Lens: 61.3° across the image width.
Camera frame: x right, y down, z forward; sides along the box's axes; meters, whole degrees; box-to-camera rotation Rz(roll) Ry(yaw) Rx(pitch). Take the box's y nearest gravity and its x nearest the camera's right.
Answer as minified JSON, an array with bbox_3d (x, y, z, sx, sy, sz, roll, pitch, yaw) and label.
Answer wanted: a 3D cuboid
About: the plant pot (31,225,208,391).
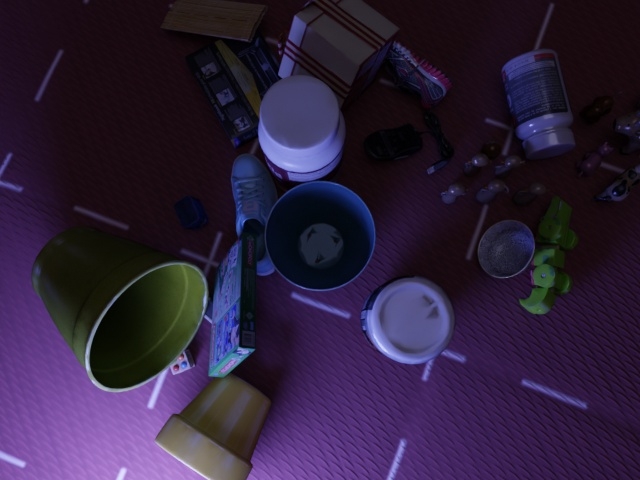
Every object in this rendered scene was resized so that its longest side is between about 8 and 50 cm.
[{"bbox_3d":[-0.548,0.136,1.409,0.352,0.366,0.367,30,82,26],"label":"plant pot"}]

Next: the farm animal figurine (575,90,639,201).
[{"bbox_3d":[0.910,-0.287,1.545,0.326,0.172,0.331,-9,81,-1],"label":"farm animal figurine"}]

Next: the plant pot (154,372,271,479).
[{"bbox_3d":[-0.256,0.484,1.409,0.254,0.254,0.239,32,67,6],"label":"plant pot"}]

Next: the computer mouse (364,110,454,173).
[{"bbox_3d":[0.265,-0.264,1.610,0.261,0.060,0.184,-24,77,-15],"label":"computer mouse"}]

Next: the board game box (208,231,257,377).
[{"bbox_3d":[-0.225,0.165,1.394,0.046,0.213,0.318,13,54,-25],"label":"board game box"}]

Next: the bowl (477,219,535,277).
[{"bbox_3d":[0.541,0.034,1.530,0.080,0.170,0.170,23,78,-40],"label":"bowl"}]

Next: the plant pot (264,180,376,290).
[{"bbox_3d":[0.000,0.000,1.497,0.290,0.195,0.291,0,81,1],"label":"plant pot"}]

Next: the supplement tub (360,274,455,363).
[{"bbox_3d":[0.210,0.204,1.389,0.207,0.338,0.207,0,81,1],"label":"supplement tub"}]

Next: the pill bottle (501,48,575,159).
[{"bbox_3d":[0.636,-0.390,1.572,0.161,0.161,0.284,-9,81,-1],"label":"pill bottle"}]

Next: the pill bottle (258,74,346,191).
[{"bbox_3d":[-0.047,-0.265,1.442,0.223,0.392,0.224,0,80,1],"label":"pill bottle"}]

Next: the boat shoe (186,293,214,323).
[{"bbox_3d":[-0.273,0.214,1.523,0.227,0.081,0.069,33,87,8],"label":"boat shoe"}]

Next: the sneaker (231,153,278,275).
[{"bbox_3d":[-0.182,-0.088,1.537,0.135,0.150,0.366,-13,81,-3],"label":"sneaker"}]

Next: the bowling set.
[{"bbox_3d":[0.486,-0.205,1.546,0.286,0.154,0.200,-2,81,0],"label":"bowling set"}]

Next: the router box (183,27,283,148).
[{"bbox_3d":[-0.231,-0.470,1.635,0.242,0.081,0.309,-29,81,-5],"label":"router box"}]

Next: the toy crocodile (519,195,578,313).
[{"bbox_3d":[0.650,0.042,1.536,0.115,0.105,0.341,20,78,-38],"label":"toy crocodile"}]

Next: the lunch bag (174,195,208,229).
[{"bbox_3d":[-0.373,-0.077,1.580,0.067,0.065,0.099,-28,78,17],"label":"lunch bag"}]

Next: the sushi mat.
[{"bbox_3d":[-0.327,-0.680,1.649,0.316,0.019,0.152,15,68,18],"label":"sushi mat"}]

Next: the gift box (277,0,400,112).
[{"bbox_3d":[0.047,-0.564,1.530,0.258,0.276,0.255,38,54,6],"label":"gift box"}]

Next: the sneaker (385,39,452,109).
[{"bbox_3d":[0.247,-0.516,1.623,0.299,0.121,0.112,40,106,12],"label":"sneaker"}]

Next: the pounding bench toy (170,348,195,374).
[{"bbox_3d":[-0.397,0.326,1.514,0.052,0.065,0.083,-23,81,-3],"label":"pounding bench toy"}]
